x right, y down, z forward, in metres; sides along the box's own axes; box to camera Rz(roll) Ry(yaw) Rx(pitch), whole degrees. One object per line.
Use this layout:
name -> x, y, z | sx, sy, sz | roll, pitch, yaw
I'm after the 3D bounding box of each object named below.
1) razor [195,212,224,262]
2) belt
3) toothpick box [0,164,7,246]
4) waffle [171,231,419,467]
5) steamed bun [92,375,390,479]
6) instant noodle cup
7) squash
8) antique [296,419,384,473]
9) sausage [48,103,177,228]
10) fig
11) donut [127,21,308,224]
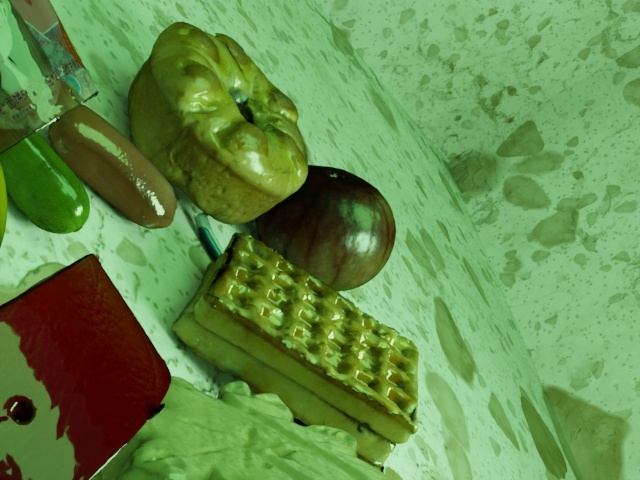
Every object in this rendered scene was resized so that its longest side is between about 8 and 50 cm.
razor -> -0.117, 0.043, 1.238 | 0.191, 0.068, 0.037 | 51, 59, -8
belt -> -0.213, 0.113, 0.555 | 0.115, 0.227, 0.324 | 59, 19, -7
toothpick box -> -0.337, -0.011, 0.523 | 0.175, 0.175, 0.271 | 59, 21, 0
waffle -> -0.021, 0.128, 1.115 | 0.308, 0.091, 0.213 | 34, 22, -8
steamed bun -> -0.084, 0.227, 0.771 | 0.292, 0.137, 0.295 | 18, 8, -21
instant noodle cup -> -0.327, -0.174, 0.730 | 0.231, 0.243, 0.243 | 59, 17, -18
squash -> -0.311, -0.087, 0.894 | 0.201, 0.066, 0.066 | 49, 19, -8
antique -> 0.023, 0.297, 1.117 | 0.093, 0.087, 0.310 | 48, 22, -28
sausage -> -0.244, -0.086, 1.049 | 0.194, 0.077, 0.077 | 47, 21, -33
fig -> 0.002, -0.018, 1.412 | 0.235, 0.214, 0.235 | 20, 40, -18
donut -> -0.144, -0.169, 1.275 | 0.299, 0.150, 0.317 | 51, 20, 8
